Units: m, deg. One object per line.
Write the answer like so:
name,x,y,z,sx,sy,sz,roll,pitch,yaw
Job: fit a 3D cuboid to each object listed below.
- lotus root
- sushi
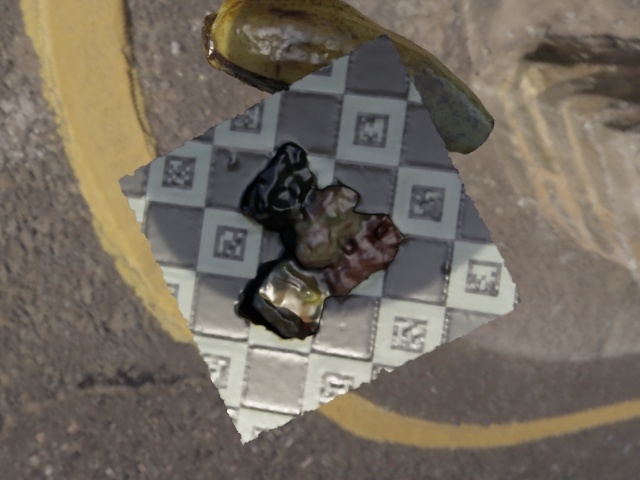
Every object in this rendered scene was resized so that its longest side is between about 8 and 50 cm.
lotus root,0.025,-0.147,1.014,0.258,0.110,0.097,23,99,-6
sushi,0.000,0.000,0.886,0.231,0.220,0.047,-28,173,10
